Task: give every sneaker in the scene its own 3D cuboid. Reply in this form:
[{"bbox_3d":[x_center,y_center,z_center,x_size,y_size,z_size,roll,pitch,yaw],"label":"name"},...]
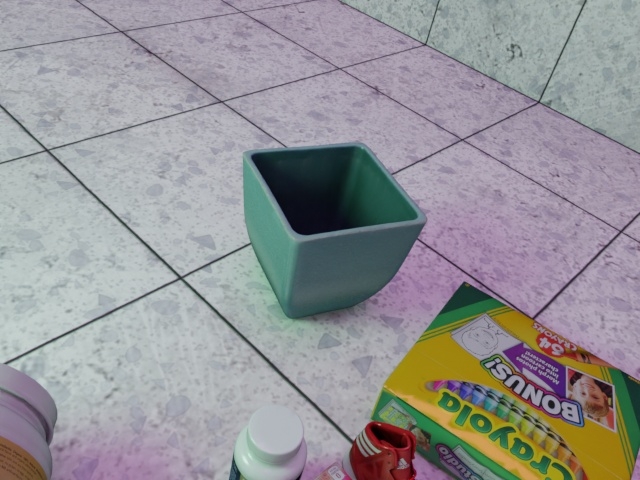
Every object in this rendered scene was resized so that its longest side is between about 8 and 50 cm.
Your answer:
[{"bbox_3d":[0.106,0.344,0.794,0.087,0.128,0.221,-15,47,-31],"label":"sneaker"}]

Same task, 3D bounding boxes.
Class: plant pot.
[{"bbox_3d":[0.000,0.000,1.075,0.247,0.252,0.247,-9,44,-25],"label":"plant pot"}]

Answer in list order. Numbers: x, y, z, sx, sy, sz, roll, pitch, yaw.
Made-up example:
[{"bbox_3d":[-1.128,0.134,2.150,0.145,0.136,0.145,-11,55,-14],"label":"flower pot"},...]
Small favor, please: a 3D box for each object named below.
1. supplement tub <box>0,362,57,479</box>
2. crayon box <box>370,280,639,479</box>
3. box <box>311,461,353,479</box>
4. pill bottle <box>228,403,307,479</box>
[{"bbox_3d":[-0.422,0.301,0.615,0.228,0.228,0.316,8,39,-7],"label":"supplement tub"},{"bbox_3d":[0.316,0.266,0.965,0.363,0.106,0.313,31,42,20],"label":"crayon box"},{"bbox_3d":[-0.040,0.400,0.689,0.257,0.123,0.128,-24,53,-37],"label":"box"},{"bbox_3d":[-0.069,0.291,0.774,0.094,0.169,0.094,8,39,-7],"label":"pill bottle"}]
